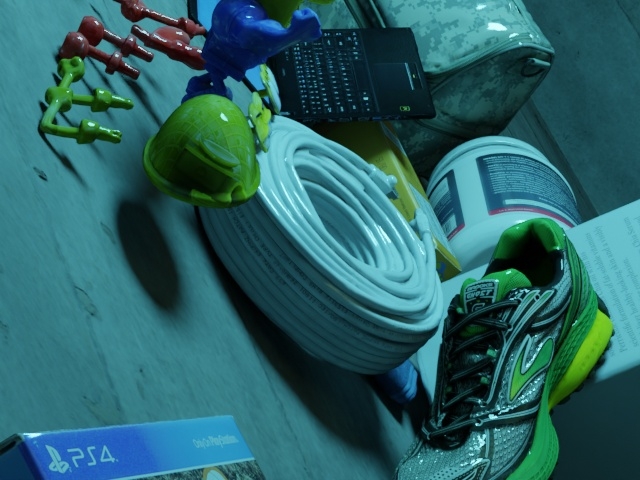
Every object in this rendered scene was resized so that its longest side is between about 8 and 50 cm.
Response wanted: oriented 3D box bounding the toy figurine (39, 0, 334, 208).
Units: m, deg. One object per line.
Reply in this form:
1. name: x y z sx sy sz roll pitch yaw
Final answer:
1. toy figurine: -0.078 -0.197 1.479 0.191 0.217 0.362 28 22 -7

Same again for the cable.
1. cable: 0.000 0.000 1.621 0.257 0.089 0.257 35 24 -29

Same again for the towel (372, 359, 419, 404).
1. towel: 0.048 0.098 1.735 0.119 0.029 0.067 54 15 -9

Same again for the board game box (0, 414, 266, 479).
1. board game box: -0.067 0.239 0.822 0.291 0.141 0.232 59 15 12

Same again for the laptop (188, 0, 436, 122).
1. laptop: -0.014 -0.238 2.052 0.234 0.264 0.136 -98 -173 -59

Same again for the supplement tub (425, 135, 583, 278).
1. supplement tub: 0.213 0.007 2.147 0.191 0.191 0.272 50 16 -21

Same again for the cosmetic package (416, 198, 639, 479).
1. cosmetic package: 0.328 0.089 1.772 0.230 0.453 0.161 -102 167 -55

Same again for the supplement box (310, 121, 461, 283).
1. supplement box: 0.070 -0.046 2.030 0.080 0.078 0.233 44 19 -50

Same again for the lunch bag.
1. lunch bag: 0.135 -0.268 2.314 0.212 0.256 0.305 16 42 -51

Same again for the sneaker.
1. sneaker: 0.137 0.114 1.584 0.146 0.134 0.343 63 38 -29
